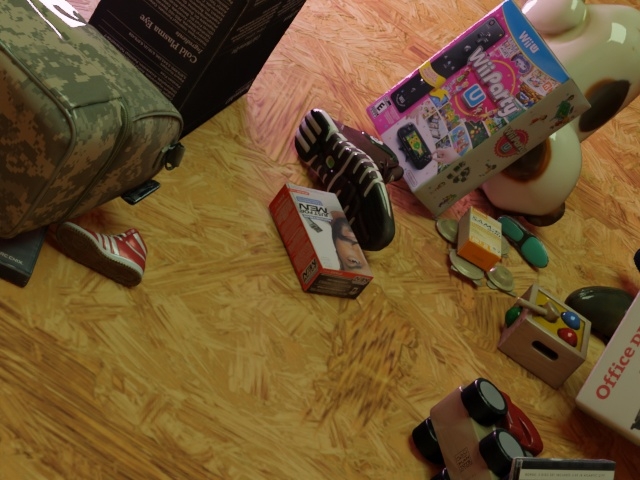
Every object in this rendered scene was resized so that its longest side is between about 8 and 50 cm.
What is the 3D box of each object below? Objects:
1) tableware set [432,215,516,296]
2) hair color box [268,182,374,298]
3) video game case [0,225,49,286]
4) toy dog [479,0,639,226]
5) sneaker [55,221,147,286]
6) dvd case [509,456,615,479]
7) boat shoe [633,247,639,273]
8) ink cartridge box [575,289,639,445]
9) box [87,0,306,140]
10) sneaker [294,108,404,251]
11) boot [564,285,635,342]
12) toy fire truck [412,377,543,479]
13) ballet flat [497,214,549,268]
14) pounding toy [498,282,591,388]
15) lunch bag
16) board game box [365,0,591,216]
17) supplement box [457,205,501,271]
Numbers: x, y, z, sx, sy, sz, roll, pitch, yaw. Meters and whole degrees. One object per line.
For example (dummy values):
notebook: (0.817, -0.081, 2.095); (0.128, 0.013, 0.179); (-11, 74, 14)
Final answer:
tableware set: (0.253, 0.021, 2.011); (0.141, 0.020, 0.169); (20, 37, -24)
hair color box: (0.000, 0.000, 1.759); (0.093, 0.053, 0.167); (11, 41, -37)
video game case: (-0.407, -0.076, 1.488); (0.196, 0.026, 0.274); (27, 34, -16)
toy dog: (0.399, -0.222, 2.192); (0.395, 0.284, 0.408); (21, 66, 23)
sneaker: (-0.261, 0.002, 1.511); (0.118, 0.042, 0.067); (35, 35, -18)
dvd case: (0.264, 0.359, 1.436); (0.164, 0.221, 0.018); (9, 1, -37)
boat shoe: (0.617, 0.125, 2.177); (0.109, 0.089, 0.258); (-8, 57, -33)
ink cartridge box: (0.545, 0.219, 1.764); (0.306, 0.226, 0.131); (31, -3, 17)
box: (-0.164, -0.328, 1.778); (0.179, 0.312, 0.343); (38, 31, 3)
sneaker: (0.083, -0.090, 1.912); (0.162, 0.106, 0.281); (11, 39, -40)
boot: (0.494, 0.145, 2.028); (0.219, 0.082, 0.106); (19, 33, -30)
toy fire truck: (0.269, 0.298, 1.566); (0.246, 0.158, 0.217); (28, 30, -36)
ballet flat: (0.345, 0.000, 2.113); (0.114, 0.041, 0.041); (47, 33, 14)
pounding toy: (0.331, 0.129, 1.870); (0.141, 0.100, 0.130); (35, 31, -3)
lunch bag: (-0.328, -0.173, 1.464); (0.305, 0.212, 0.256); (45, 33, 11)
board game box: (0.249, -0.217, 2.031); (0.097, 0.303, 0.224); (40, 18, -48)
supplement box: (0.253, -0.003, 1.987); (0.062, 0.036, 0.098); (29, 33, -12)
